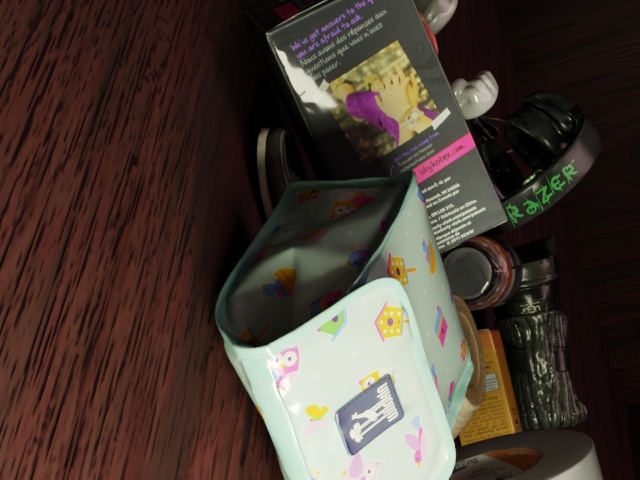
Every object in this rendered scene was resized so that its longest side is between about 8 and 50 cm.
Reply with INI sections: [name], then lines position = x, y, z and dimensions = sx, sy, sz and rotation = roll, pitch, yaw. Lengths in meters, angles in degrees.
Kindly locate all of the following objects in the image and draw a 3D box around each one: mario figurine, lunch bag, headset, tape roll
[mario figurine]
position = 0.090, -0.198, 1.883
dimensions = 0.320, 0.198, 0.170
rotation = 14, 67, -84
[lunch bag]
position = 0.021, 0.100, 1.400
dimensions = 0.262, 0.160, 0.223
rotation = -63, 141, -53
[headset]
position = 0.282, -0.142, 2.592
dimensions = 0.185, 0.243, 0.394
rotation = 51, 5, -15
[tape roll]
position = 0.176, 0.260, 1.706
dimensions = 0.219, 0.219, 0.072
rotation = -46, 120, -74

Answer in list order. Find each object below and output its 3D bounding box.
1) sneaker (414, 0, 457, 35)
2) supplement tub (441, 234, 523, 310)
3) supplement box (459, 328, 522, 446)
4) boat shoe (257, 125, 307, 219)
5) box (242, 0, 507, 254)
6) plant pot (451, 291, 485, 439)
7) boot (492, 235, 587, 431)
[sneaker]
position = 0.048, -0.327, 1.984
dimensions = 0.115, 0.105, 0.281
rotation = 26, 17, -52
[supplement tub]
position = 0.213, 0.043, 2.324
dimensions = 0.198, 0.106, 0.106
rotation = 4, 72, -75
[supplement box]
position = 0.217, 0.235, 2.198
dimensions = 0.078, 0.080, 0.233
rotation = 17, 58, -73
[boat shoe]
position = 0.000, 0.000, 1.582
dimensions = 0.084, 0.079, 0.233
rotation = -44, 117, -72
[box]
position = 0.049, -0.121, 1.637
dimensions = 0.270, 0.143, 0.165
rotation = 65, -4, -18
[plant pot]
position = 0.097, 0.119, 1.717
dimensions = 0.237, 0.109, 0.237
rotation = -14, 90, -70
[boot]
position = 0.317, 0.140, 2.579
dimensions = 0.348, 0.131, 0.260
rotation = -44, 122, -79
